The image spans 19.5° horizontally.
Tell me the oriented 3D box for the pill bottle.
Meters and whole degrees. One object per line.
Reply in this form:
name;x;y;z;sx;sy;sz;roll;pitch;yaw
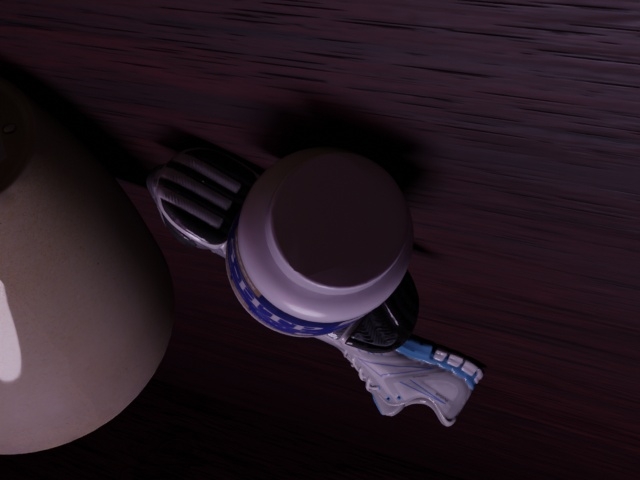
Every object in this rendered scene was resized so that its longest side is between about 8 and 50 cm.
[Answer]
pill bottle;0.000;0.000;1.189;0.112;0.112;0.186;23;170;-3

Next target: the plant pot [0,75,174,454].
plant pot;-0.258;-0.007;1.448;0.256;0.256;0.274;19;153;15

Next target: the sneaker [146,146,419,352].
sneaker;-0.034;0.001;1.405;0.229;0.086;0.132;36;171;-18

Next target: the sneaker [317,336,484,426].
sneaker;0.060;0.127;1.837;0.191;0.083;0.071;22;172;7
